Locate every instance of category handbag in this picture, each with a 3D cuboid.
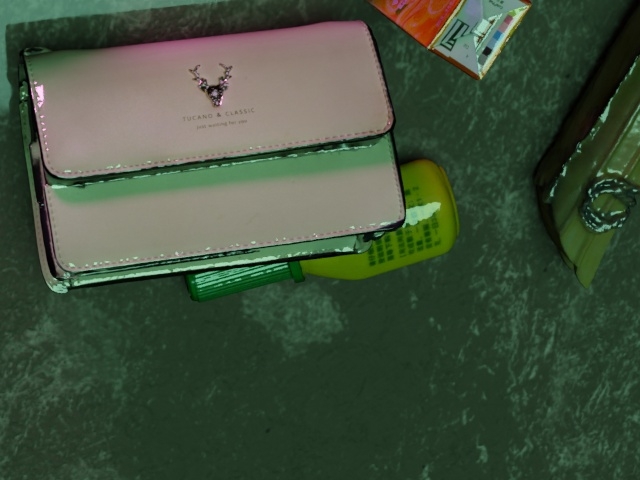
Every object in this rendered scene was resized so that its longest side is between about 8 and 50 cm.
[{"bbox_3d":[-0.112,-0.092,1.749,0.359,0.160,0.236,-8,79,-14],"label":"handbag"}]

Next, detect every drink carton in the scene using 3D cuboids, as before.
[{"bbox_3d":[0.122,-0.242,1.745,0.071,0.223,0.096,30,101,-25],"label":"drink carton"}]

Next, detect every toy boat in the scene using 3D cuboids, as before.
[{"bbox_3d":[0.380,-0.152,1.916,0.162,0.136,0.445,25,106,-19],"label":"toy boat"}]

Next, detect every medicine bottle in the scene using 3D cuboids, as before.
[{"bbox_3d":[0.000,0.000,1.880,0.309,0.076,0.111,-17,103,-10],"label":"medicine bottle"}]
